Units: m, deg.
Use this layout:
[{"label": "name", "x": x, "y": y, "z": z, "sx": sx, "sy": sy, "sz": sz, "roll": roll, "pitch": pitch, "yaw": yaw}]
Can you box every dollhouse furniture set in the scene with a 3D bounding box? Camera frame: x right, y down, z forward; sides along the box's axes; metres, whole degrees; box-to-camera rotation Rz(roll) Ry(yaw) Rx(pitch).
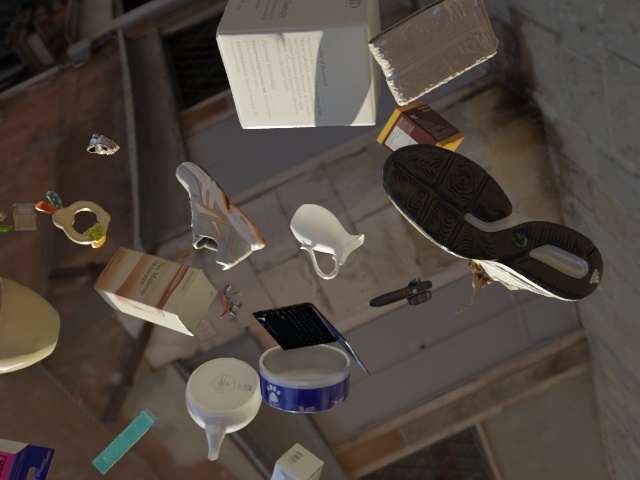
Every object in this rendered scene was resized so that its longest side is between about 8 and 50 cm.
[{"label": "dollhouse furniture set", "x": -0.823, "y": -0.065, "z": 1.883, "sx": 0.058, "sy": 0.152, "sz": 0.076, "roll": -101, "pitch": 10, "yaw": -75}]

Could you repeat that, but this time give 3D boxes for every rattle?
[{"label": "rattle", "x": -0.716, "y": -0.061, "z": 2.040, "sx": 0.143, "sy": 0.200, "sz": 0.130, "roll": -165, "pitch": 92, "yaw": -76}]

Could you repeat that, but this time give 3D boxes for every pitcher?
[{"label": "pitcher", "x": 0.000, "y": 0.000, "z": 2.119, "sx": 0.207, "sy": 0.177, "sz": 0.125, "roll": 34, "pitch": 171, "yaw": 16}]

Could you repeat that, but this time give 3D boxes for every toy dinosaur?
[{"label": "toy dinosaur", "x": -0.205, "y": 0.129, "z": 1.570, "sx": 0.082, "sy": 0.047, "sz": 0.090, "roll": 36, "pitch": -156, "yaw": 35}, {"label": "toy dinosaur", "x": 0.433, "y": 0.114, "z": 1.918, "sx": 0.064, "sy": 0.112, "sz": 0.211, "roll": 33, "pitch": -143, "yaw": -7}]

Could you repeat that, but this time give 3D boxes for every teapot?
[{"label": "teapot", "x": -0.298, "y": 0.500, "z": 2.192, "sx": 0.252, "sy": 0.256, "sz": 0.187, "roll": 41, "pitch": 142, "yaw": 36}]

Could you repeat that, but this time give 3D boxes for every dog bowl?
[{"label": "dog bowl", "x": -0.046, "y": 0.393, "z": 2.048, "sx": 0.265, "sy": 0.265, "sz": 0.104, "roll": -114, "pitch": 24, "yaw": -75}]

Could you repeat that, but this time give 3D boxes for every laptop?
[{"label": "laptop", "x": -0.023, "y": 0.282, "z": 1.918, "sx": 0.234, "sy": 0.264, "sz": 0.136, "roll": 59, "pitch": -155, "yaw": -50}]

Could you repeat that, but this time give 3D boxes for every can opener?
[{"label": "can opener", "x": 0.220, "y": 0.147, "z": 1.892, "sx": 0.059, "sy": 0.186, "sz": 0.073, "roll": 143, "pitch": 112, "yaw": -66}]

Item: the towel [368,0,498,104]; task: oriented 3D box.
[{"label": "towel", "x": 0.272, "y": -0.457, "z": 1.660, "sx": 0.187, "sy": 0.282, "sz": 0.049, "roll": 58, "pitch": -176, "yaw": -31}]

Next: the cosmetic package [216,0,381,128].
[{"label": "cosmetic package", "x": -0.037, "y": -0.542, "z": 1.972, "sx": 0.327, "sy": 0.394, "sz": 0.329, "roll": 78, "pitch": -165, "yaw": -48}]

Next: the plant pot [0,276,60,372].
[{"label": "plant pot", "x": -0.888, "y": 0.261, "z": 2.085, "sx": 0.191, "sy": 0.284, "sz": 0.284, "roll": 14, "pitch": -145, "yaw": -35}]

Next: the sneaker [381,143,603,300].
[{"label": "sneaker", "x": 0.294, "y": -0.012, "z": 1.377, "sx": 0.447, "sy": 0.169, "sz": 0.257, "roll": 31, "pitch": 170, "yaw": -3}]

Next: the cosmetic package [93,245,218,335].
[{"label": "cosmetic package", "x": -0.457, "y": 0.137, "z": 1.957, "sx": 0.153, "sy": 0.296, "sz": 0.129, "roll": -64, "pitch": -28, "yaw": -27}]

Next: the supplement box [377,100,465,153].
[{"label": "supplement box", "x": 0.327, "y": -0.334, "z": 2.285, "sx": 0.194, "sy": 0.129, "sz": 0.191, "roll": 42, "pitch": -144, "yaw": 14}]

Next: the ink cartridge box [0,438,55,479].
[{"label": "ink cartridge box", "x": -0.776, "y": 0.500, "z": 1.497, "sx": 0.371, "sy": 0.175, "sz": 0.069, "roll": 17, "pitch": -175, "yaw": -24}]

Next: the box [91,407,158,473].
[{"label": "box", "x": -0.686, "y": 0.703, "z": 2.480, "sx": 0.060, "sy": 0.244, "sz": 0.100, "roll": 45, "pitch": 172, "yaw": 1}]

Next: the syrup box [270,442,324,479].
[{"label": "syrup box", "x": -0.076, "y": 0.648, "z": 1.805, "sx": 0.096, "sy": 0.093, "sz": 0.237, "roll": 30, "pitch": 122, "yaw": 23}]

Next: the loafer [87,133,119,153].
[{"label": "loafer", "x": -0.457, "y": -0.195, "z": 1.477, "sx": 0.045, "sy": 0.039, "sz": 0.125, "roll": 38, "pitch": 170, "yaw": -33}]

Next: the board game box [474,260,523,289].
[{"label": "board game box", "x": 0.436, "y": 0.051, "z": 1.681, "sx": 0.170, "sy": 0.048, "sz": 0.141, "roll": 37, "pitch": 170, "yaw": -7}]

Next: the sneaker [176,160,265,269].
[{"label": "sneaker", "x": -0.236, "y": -0.053, "z": 1.451, "sx": 0.262, "sy": 0.121, "sz": 0.099, "roll": 47, "pitch": 173, "yaw": 23}]
